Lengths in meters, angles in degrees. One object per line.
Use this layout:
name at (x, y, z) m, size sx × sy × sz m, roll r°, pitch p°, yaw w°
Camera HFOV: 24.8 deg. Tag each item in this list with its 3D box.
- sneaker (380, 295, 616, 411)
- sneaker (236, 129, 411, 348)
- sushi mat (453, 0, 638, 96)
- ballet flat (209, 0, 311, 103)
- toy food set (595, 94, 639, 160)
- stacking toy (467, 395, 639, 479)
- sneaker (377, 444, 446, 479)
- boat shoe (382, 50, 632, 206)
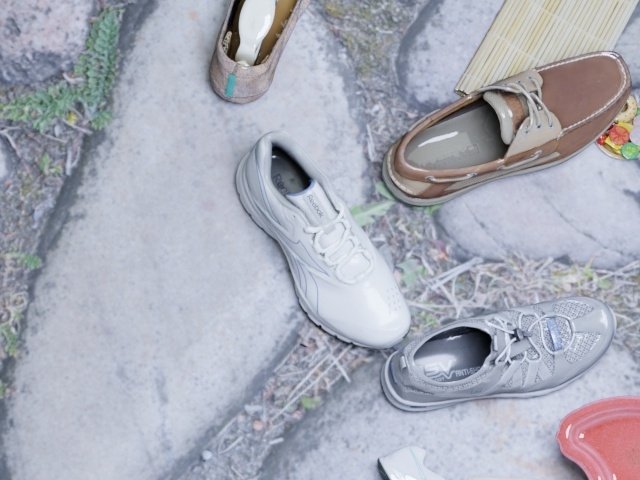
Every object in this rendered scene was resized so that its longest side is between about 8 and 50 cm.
sneaker at (0.212, 0.130, 1.659) m, size 0.281 × 0.115 × 0.105 m, roll -18°, pitch 74°, yaw -8°
sneaker at (0.000, 0.000, 1.685) m, size 0.111 × 0.129 × 0.297 m, roll -36°, pitch 79°, yaw -14°
sushi mat at (0.304, -0.277, 1.842) m, size 0.151 × 0.019 × 0.316 m, roll 28°, pitch 73°, yaw 5°
ballet flat at (-0.055, -0.319, 1.794) m, size 0.108 × 0.106 × 0.316 m, roll 14°, pitch 72°, yaw 2°
toy food set at (0.378, -0.139, 1.800) m, size 0.082 × 0.020 × 0.083 m, roll 36°, pitch 74°, yaw 8°
stacking toy at (0.331, 0.347, 1.618) m, size 0.279 × 0.130 × 0.309 m, roll -22°, pitch 64°, yaw 16°
sneaker at (0.125, 0.298, 1.636) m, size 0.061 × 0.053 × 0.152 m, roll -27°, pitch 75°, yaw -13°
boat shoe at (0.228, -0.137, 1.727) m, size 0.324 × 0.116 × 0.123 m, roll -28°, pitch 79°, yaw -4°
